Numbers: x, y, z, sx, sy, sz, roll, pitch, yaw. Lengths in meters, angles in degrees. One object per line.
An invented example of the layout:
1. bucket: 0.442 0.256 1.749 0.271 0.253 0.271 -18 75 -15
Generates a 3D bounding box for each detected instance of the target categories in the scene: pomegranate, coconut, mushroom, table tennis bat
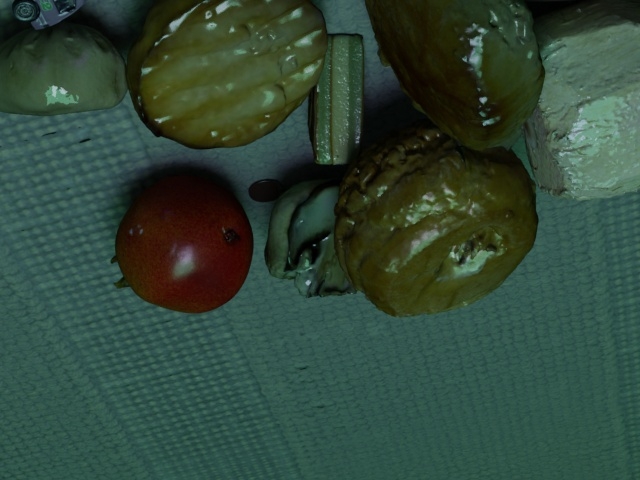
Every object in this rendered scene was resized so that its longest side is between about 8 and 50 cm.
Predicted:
1. pomegranate: -0.228 0.011 2.113 0.256 0.221 0.221 -25 137 32
2. coconut: 0.411 -0.212 1.911 0.254 0.297 0.297 -15 139 -2
3. mushroom: -0.002 -0.008 2.157 0.267 0.190 0.164 -4 -173 -44
4. table tennis bat: -0.076 -0.082 2.181 0.083 0.007 0.050 -6 138 -1

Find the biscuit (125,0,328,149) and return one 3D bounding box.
1. biscuit: -0.133 -0.259 1.881 0.296 0.102 0.296 -17 141 -15

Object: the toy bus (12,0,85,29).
1. toy bus: -0.374 -0.380 1.731 0.108 0.096 0.199 -18 135 3

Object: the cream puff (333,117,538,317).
1. cream puff: 0.168 -0.044 2.016 0.327 0.231 0.343 -41 147 17

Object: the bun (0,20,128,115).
1. bun: -0.372 -0.240 1.852 0.193 0.178 0.128 2 103 29

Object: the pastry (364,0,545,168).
1. pastry: 0.169 -0.274 1.789 0.136 0.329 0.330 -34 140 -12

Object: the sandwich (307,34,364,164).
1. sandwich: 0.028 -0.208 1.980 0.079 0.113 0.163 -1 137 -9
